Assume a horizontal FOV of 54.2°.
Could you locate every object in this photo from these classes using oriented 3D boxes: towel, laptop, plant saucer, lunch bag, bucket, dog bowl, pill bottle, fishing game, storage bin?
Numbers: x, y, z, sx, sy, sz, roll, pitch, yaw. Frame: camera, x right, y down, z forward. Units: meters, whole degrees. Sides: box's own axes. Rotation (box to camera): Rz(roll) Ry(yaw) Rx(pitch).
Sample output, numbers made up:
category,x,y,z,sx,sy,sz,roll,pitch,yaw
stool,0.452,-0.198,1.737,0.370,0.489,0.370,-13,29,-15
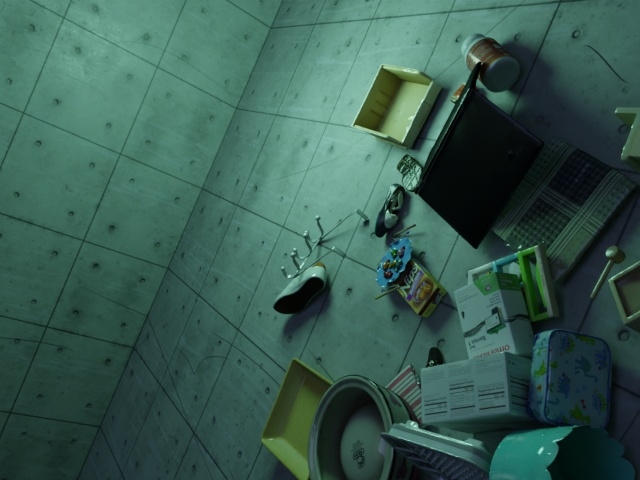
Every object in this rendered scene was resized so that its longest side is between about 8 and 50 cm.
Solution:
category,x,y,z,sx,sy,sz,roll,pitch,yaw
towel,0.637,-0.083,1.680,0.324,0.056,0.312,-55,39,14
laptop,0.472,-0.266,1.889,0.382,0.236,0.408,-66,-3,37
plant saucer,-0.046,0.617,2.164,0.332,0.081,0.333,19,87,56
lunch bag,0.570,0.320,1.425,0.090,0.176,0.219,129,151,-72
bucket,0.505,0.524,1.316,0.183,0.281,0.281,-25,52,55
dog bowl,0.134,0.609,1.838,0.408,0.150,0.408,-31,50,47
pill bottle,0.539,-0.578,2.013,0.121,0.121,0.216,-49,39,25
fishing game,0.235,0.067,2.073,0.189,0.041,0.264,-31,34,57
towel,0.260,0.489,1.873,0.144,0.029,0.197,-49,38,28
storage bin,0.280,-0.493,2.313,0.260,0.123,0.262,34,99,55

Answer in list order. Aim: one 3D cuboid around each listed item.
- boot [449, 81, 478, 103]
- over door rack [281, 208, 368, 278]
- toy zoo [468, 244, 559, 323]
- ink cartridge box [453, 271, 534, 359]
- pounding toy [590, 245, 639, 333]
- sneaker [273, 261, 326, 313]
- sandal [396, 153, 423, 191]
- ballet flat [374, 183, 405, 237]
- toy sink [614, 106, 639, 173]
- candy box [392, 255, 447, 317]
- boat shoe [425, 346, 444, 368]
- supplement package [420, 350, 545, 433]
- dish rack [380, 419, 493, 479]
category,x,y,z,sx,sy,sz,roll,pitch,yaw
boot,0.499,-0.477,2.071,0.085,0.059,0.158,-55,35,9
over door rack,0.000,0.000,2.348,0.324,0.108,0.239,-24,26,45
toy zoo,0.498,0.147,1.698,0.293,0.030,0.192,-31,58,49
ink cartridge box,0.454,0.213,1.634,0.160,0.092,0.220,-37,53,47
pounding toy,0.718,0.107,1.423,0.181,0.094,0.206,-43,32,38
sneaker,-0.072,0.187,2.445,0.290,0.106,0.123,-38,25,34
sandal,0.321,-0.230,2.175,0.090,0.060,0.219,-49,24,15
ballet flat,0.247,-0.105,2.188,0.074,0.074,0.203,9,77,55
toy sink,0.795,-0.215,1.439,0.234,0.152,0.131,20,88,55
candy box,0.308,0.145,1.979,0.109,0.053,0.187,-57,34,15
boat shoe,0.331,0.373,1.830,0.049,0.042,0.133,-26,50,47
supplement package,0.416,0.387,1.563,0.261,0.204,0.145,-24,54,45
dish rack,0.338,0.544,1.539,0.332,0.285,0.072,-1,50,53
